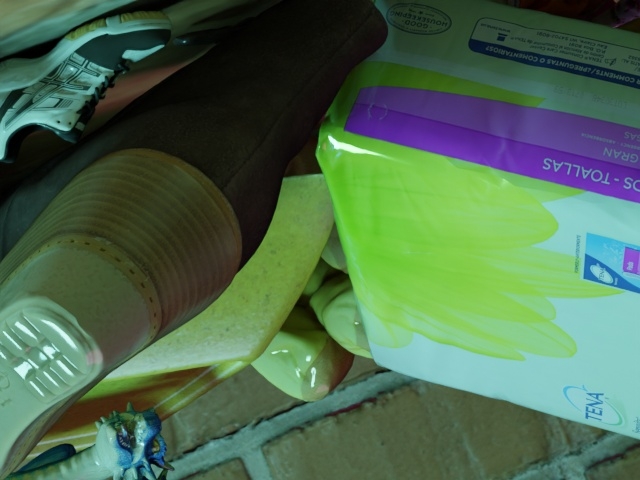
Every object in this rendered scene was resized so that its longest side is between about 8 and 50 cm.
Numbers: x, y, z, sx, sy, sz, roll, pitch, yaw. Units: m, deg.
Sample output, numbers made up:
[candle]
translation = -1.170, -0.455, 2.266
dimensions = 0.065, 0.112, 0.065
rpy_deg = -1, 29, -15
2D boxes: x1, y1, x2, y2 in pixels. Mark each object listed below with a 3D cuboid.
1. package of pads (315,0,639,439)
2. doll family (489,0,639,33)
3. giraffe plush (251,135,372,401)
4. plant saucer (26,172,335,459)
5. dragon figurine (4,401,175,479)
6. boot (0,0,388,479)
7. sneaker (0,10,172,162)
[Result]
[package of pads]
translation = 0.122, 0.005, 0.764
dimensions = 0.229, 0.101, 0.296
rpy_deg = 14, 158, 15
[doll family]
translation = 0.178, -0.103, 0.822
dimensions = 0.263, 0.118, 0.163
rpy_deg = -18, 175, -46
[giraffe plush]
translation = 0.000, 0.000, 1.069
dimensions = 0.210, 0.181, 0.170
rpy_deg = -14, -170, 40
[plant saucer]
translation = -0.183, 0.068, 0.840
dimensions = 0.332, 0.081, 0.333
rpy_deg = -8, 166, -26
[dragon figurine]
translation = -0.178, 0.162, 0.872
dimensions = 0.144, 0.085, 0.289
rpy_deg = -5, 163, -33
[boot]
translation = -0.095, 0.001, 0.640
dimensions = 0.248, 0.090, 0.207
rpy_deg = -22, -158, 46
[sneaker]
translation = -0.089, -0.055, 0.572
dimensions = 0.083, 0.037, 0.032
rpy_deg = -24, 175, 6
